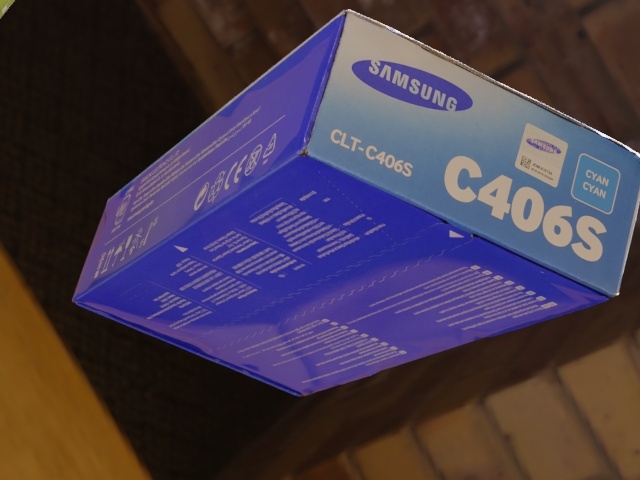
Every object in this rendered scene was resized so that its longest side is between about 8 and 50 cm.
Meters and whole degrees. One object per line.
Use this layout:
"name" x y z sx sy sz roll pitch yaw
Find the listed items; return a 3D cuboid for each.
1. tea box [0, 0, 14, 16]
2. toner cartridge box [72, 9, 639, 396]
"tea box" -0.340 -0.141 0.741 0.329 0.220 0.323 40 19 -12
"toner cartridge box" 0.000 0.000 0.845 0.165 0.348 0.075 23 69 -19
